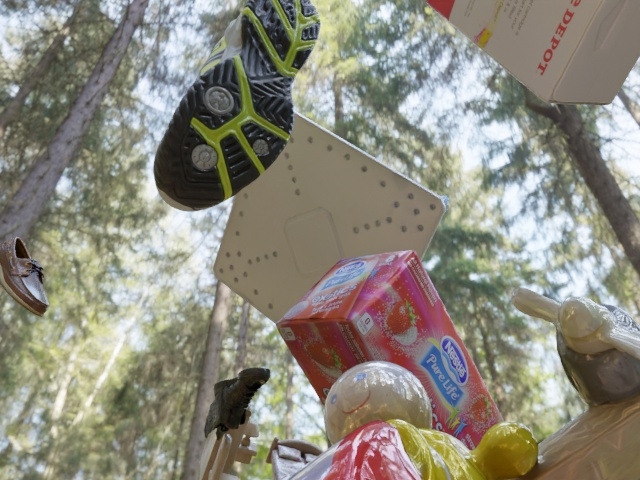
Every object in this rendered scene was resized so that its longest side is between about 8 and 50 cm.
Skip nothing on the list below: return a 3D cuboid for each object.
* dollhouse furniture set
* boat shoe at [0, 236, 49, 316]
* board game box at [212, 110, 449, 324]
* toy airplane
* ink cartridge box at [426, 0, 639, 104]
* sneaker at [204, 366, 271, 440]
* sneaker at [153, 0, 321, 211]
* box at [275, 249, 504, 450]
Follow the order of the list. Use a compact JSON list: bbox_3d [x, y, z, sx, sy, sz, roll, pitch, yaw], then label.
[{"bbox_3d":[-0.036,0.424,1.333,0.356,0.303,0.173,18,-83,-11],"label":"dollhouse furniture set"},{"bbox_3d":[-0.493,0.055,1.154,0.060,0.178,0.064,-44,-35,-5],"label":"boat shoe"},{"bbox_3d":[0.000,0.000,1.267,0.390,0.050,0.390,34,-61,24],"label":"board game box"},{"bbox_3d":[0.103,0.208,0.515,0.386,0.272,0.384,-14,-39,-26],"label":"toy airplane"},{"bbox_3d":[0.299,-0.350,0.921,0.131,0.306,0.226,-5,-46,-31],"label":"ink cartridge box"},{"bbox_3d":[-0.139,0.275,1.166,0.051,0.089,0.170,19,-34,-37],"label":"sneaker"},{"bbox_3d":[-0.113,-0.184,0.957,0.145,0.384,0.147,34,-33,-15],"label":"sneaker"},{"bbox_3d":[0.083,0.152,0.766,0.123,0.128,0.257,-10,-65,47],"label":"box"}]
